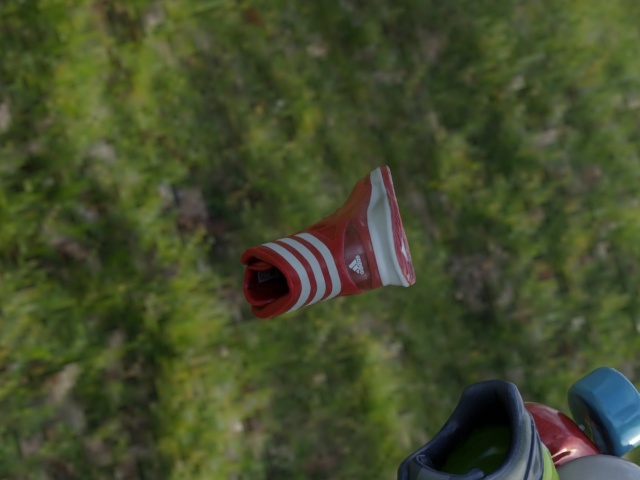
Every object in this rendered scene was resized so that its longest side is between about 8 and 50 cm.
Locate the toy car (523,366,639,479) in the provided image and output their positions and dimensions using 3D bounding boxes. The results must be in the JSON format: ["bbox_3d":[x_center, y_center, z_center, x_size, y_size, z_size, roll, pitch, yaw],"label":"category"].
[{"bbox_3d":[0.214,0.238,1.393,0.210,0.219,0.238,64,-14,-12],"label":"toy car"}]

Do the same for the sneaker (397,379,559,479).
[{"bbox_3d":[0.073,0.218,1.232,0.300,0.111,0.121,-59,145,-38],"label":"sneaker"}]

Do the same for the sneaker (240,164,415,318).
[{"bbox_3d":[0.000,0.000,1.357,0.221,0.128,0.087,-80,157,-86],"label":"sneaker"}]
